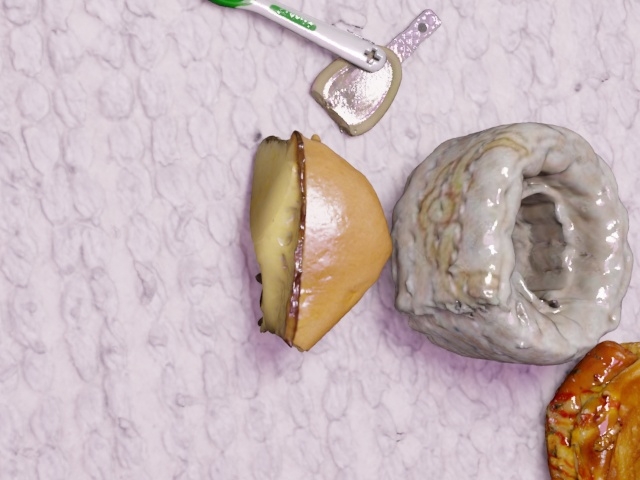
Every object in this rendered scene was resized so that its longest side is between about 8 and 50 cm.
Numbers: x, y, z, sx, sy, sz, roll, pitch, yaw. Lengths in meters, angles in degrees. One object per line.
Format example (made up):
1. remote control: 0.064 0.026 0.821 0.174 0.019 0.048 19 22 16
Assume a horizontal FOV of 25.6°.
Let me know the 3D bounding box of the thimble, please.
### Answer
1. thimble: 0.225 0.012 1.703 0.291 0.195 0.291 3 86 -37

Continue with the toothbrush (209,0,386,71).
1. toothbrush: -0.109 -0.304 1.735 0.418 0.040 0.042 24 80 -9

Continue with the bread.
1. bread: 0.000 0.000 1.688 0.162 0.204 0.262 0 93 -10

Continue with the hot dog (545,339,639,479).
1. hot dog: 0.367 0.249 1.803 0.153 0.150 0.257 12 88 -22

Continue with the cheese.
1. cheese: 0.079 -0.223 1.789 0.192 0.037 0.097 -45 99 -10
